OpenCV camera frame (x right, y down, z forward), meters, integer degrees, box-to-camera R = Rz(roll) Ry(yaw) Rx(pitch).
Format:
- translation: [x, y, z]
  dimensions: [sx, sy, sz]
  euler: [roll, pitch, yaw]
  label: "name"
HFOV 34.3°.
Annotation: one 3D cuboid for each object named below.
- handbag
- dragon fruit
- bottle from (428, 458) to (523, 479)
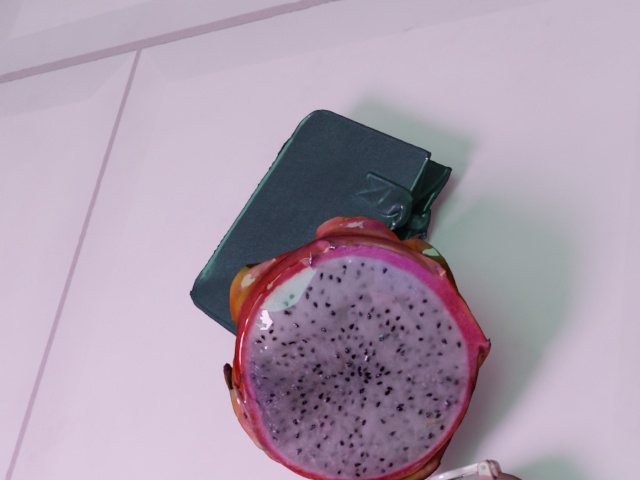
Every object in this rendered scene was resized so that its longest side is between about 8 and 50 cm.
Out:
- translation: [0.000, 0.000, 1.344]
  dimensions: [0.238, 0.089, 0.326]
  euler: [29, 83, 43]
  label: "handbag"
- translation: [0.035, 0.109, 1.144]
  dimensions: [0.290, 0.290, 0.189]
  euler: [-46, 14, 5]
  label: "dragon fruit"
- translation: [0.122, 0.307, 1.043]
  dimensions: [0.236, 0.147, 0.148]
  euler: [-21, 53, 15]
  label: "bottle"
